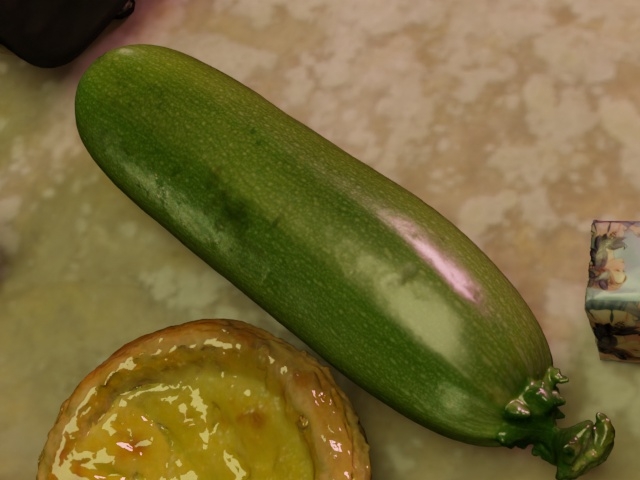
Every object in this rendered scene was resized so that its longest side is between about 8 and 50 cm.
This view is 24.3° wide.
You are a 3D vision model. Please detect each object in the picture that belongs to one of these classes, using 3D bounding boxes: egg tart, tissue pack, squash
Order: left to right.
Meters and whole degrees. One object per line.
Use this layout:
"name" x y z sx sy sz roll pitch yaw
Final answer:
"egg tart" -0.059 0.131 0.781 0.191 0.074 0.191 -7 67 16
"squash" 0.000 0.000 0.800 0.378 0.101 0.101 39 85 26
"tissue pack" 0.184 0.026 0.745 0.094 0.074 0.059 2 64 20

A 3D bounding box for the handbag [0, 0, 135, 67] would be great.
"handbag" -0.156 -0.235 0.898 0.181 0.181 0.254 35 84 33
